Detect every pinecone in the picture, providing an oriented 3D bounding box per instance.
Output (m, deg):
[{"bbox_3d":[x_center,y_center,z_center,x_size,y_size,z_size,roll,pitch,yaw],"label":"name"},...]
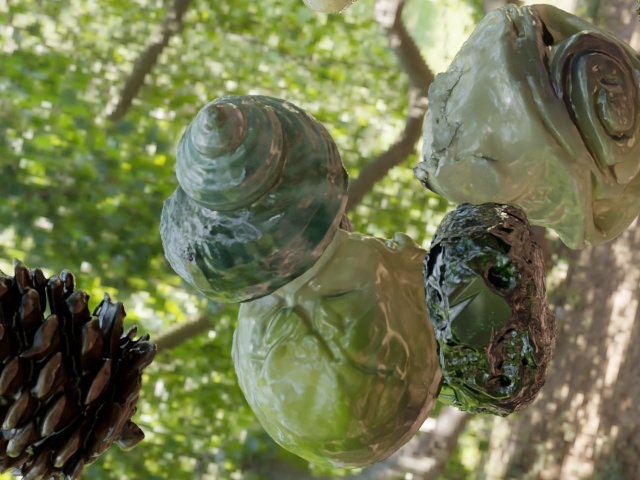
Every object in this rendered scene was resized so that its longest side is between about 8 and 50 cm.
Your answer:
[{"bbox_3d":[-0.299,0.136,1.278,0.224,0.272,0.224,-55,14,20],"label":"pinecone"}]

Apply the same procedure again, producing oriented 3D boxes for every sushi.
[{"bbox_3d":[0.176,0.076,1.309,0.127,0.124,0.225,-63,-36,-58],"label":"sushi"}]

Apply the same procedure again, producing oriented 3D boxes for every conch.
[{"bbox_3d":[-0.079,-0.057,1.360,0.277,0.220,0.195,77,-170,-55],"label":"conch"}]

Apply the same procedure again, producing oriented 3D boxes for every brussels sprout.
[{"bbox_3d":[0.025,0.135,1.630,0.344,0.268,0.344,-6,-82,-55],"label":"brussels sprout"}]

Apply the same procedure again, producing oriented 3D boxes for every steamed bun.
[{"bbox_3d":[0.322,-0.171,1.652,0.394,0.346,0.237,-26,-13,-34],"label":"steamed bun"}]

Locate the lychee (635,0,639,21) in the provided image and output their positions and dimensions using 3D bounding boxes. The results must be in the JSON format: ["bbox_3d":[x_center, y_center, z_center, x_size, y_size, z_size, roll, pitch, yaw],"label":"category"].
[{"bbox_3d":[0.401,-0.277,1.206,0.238,0.200,0.200,-48,-9,-14],"label":"lychee"}]

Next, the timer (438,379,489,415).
[{"bbox_3d":[0.190,0.212,1.815,0.140,0.128,0.047,4,66,57],"label":"timer"}]

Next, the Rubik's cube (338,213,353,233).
[{"bbox_3d":[0.000,0.000,1.816,0.093,0.111,0.111,95,-173,-49],"label":"Rubik's cube"}]

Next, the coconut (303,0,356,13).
[{"bbox_3d":[0.015,-0.444,1.935,0.152,0.147,0.147,67,-149,-52],"label":"coconut"}]
